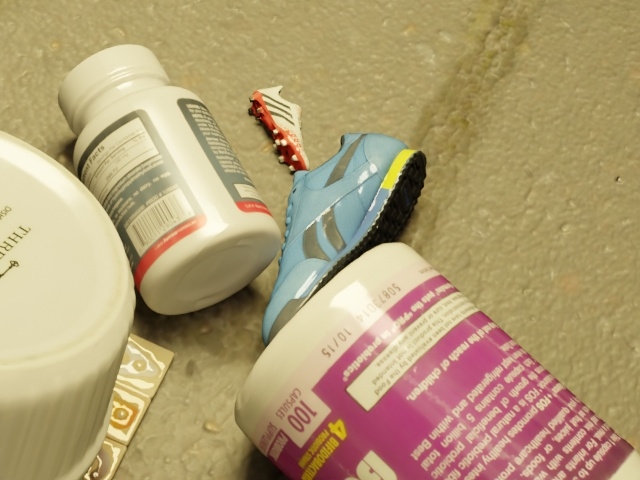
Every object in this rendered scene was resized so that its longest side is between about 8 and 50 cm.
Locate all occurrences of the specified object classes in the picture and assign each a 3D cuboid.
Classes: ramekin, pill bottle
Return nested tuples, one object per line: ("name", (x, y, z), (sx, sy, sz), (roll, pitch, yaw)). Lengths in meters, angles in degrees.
("ramekin", (-0.237, 0.036, 0.820), (0.273, 0.127, 0.273), (20, 36, -16))
("pill bottle", (-0.114, -0.047, 0.977), (0.108, 0.108, 0.180), (-20, 66, -24))
("pill bottle", (0.102, 0.157, 0.870), (0.301, 0.169, 0.169), (42, 58, 14))

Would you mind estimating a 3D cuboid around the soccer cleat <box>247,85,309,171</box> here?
("soccer cleat", (-0.025, -0.089, 1.073), (0.035, 0.029, 0.083), (-24, 63, -21))

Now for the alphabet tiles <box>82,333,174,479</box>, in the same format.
("alphabet tiles", (-0.233, 0.129, 0.896), (0.198, 0.009, 0.237), (24, 56, 1))

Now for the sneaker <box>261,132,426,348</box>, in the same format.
("sneaker", (0.000, 0.000, 1.009), (0.082, 0.069, 0.209), (20, 57, 22))
